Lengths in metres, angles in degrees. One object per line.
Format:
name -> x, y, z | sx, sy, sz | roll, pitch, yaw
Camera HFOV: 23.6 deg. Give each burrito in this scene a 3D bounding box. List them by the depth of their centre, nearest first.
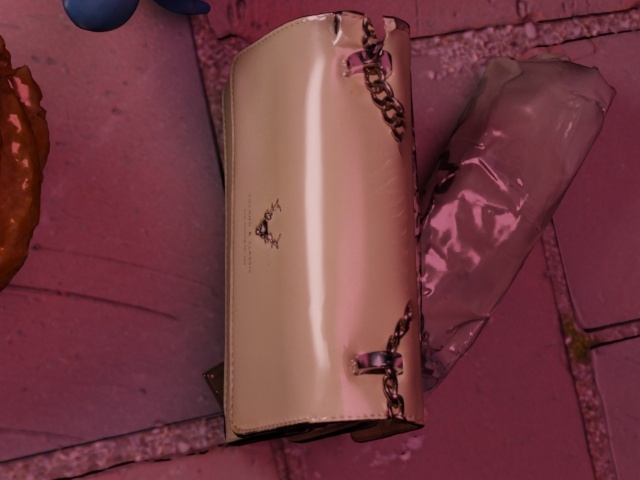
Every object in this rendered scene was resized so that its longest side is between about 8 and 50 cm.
burrito -> 0.150, -0.013, 1.521 | 0.139, 0.101, 0.445 | 38, 70, -17

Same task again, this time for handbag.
handbag -> 0.000, 0.000, 1.375 | 0.160, 0.236, 0.359 | 3, 77, -21

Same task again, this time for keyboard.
keyboard -> -0.049, 0.117, 1.469 | 0.129, 0.015, 0.049 | -31, 89, -23

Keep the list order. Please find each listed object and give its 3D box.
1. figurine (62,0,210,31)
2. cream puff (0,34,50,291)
figurine -> -0.169, -0.354, 1.386 | 0.298, 0.243, 0.416 | 19, 71, -10
cream puff -> -0.391, -0.072, 1.234 | 0.342, 0.231, 0.327 | -3, 110, -5
